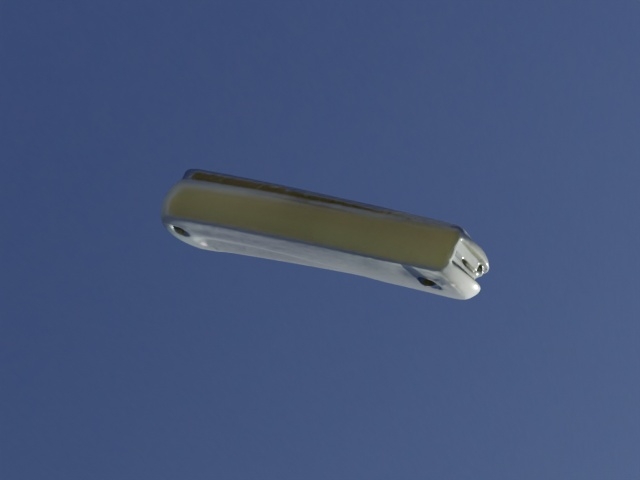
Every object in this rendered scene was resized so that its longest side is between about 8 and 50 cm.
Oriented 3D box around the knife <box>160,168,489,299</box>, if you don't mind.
[{"bbox_3d":[-0.001,-0.002,1.099,0.265,0.073,0.040,10,-117,44],"label":"knife"}]
